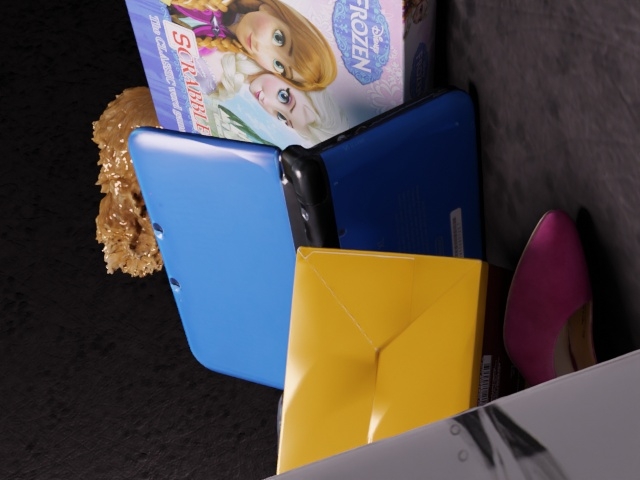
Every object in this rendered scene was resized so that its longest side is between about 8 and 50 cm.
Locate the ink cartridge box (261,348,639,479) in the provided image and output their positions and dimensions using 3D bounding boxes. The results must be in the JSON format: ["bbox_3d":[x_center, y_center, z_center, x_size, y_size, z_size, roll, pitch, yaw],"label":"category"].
[{"bbox_3d":[0.084,0.227,0.382,0.166,0.394,0.286,80,171,-52],"label":"ink cartridge box"}]

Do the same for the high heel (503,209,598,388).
[{"bbox_3d":[0.188,0.103,0.676,0.117,0.082,0.244,13,108,40],"label":"high heel"}]

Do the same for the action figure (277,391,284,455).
[{"bbox_3d":[0.012,0.194,1.311,0.341,0.178,0.331,-16,-76,-71],"label":"action figure"}]

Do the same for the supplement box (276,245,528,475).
[{"bbox_3d":[0.071,0.109,0.728,0.194,0.129,0.192,14,-99,-67],"label":"supplement box"}]

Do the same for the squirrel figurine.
[{"bbox_3d":[-0.176,-0.084,1.599,0.371,0.396,0.281,96,154,-48],"label":"squirrel figurine"}]

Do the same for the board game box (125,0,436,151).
[{"bbox_3d":[-0.043,-0.185,0.956,0.317,0.066,0.319,23,148,22],"label":"board game box"}]

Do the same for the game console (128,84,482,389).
[{"bbox_3d":[0.000,0.000,0.911,0.173,0.250,0.293,41,151,44],"label":"game console"}]
